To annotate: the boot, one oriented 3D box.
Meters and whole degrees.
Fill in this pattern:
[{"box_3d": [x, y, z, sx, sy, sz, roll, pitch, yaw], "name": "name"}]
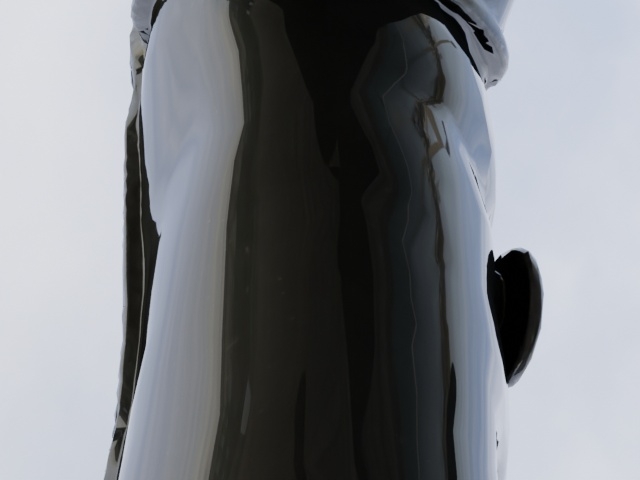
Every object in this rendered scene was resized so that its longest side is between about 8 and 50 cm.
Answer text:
[{"box_3d": [0.000, 0.001, 0.439, 0.146, 0.367, 0.445, 7, -124, 2], "name": "boot"}]
